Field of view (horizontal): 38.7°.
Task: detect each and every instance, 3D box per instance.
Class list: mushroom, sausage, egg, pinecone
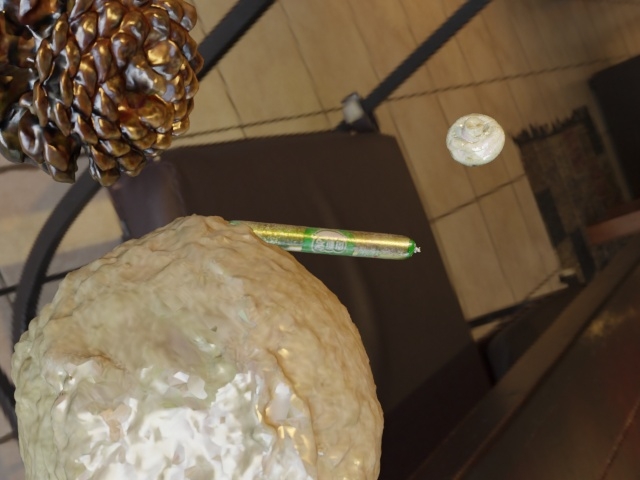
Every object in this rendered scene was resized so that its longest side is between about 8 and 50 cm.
[{"bbox_3d":[0.222,-0.147,1.304,0.067,0.084,0.083,76,15,-51],"label":"mushroom"},{"bbox_3d":[0.000,0.000,1.118,0.269,0.033,0.032,5,63,-18],"label":"sausage"},{"bbox_3d":[-0.081,0.137,0.644,0.279,0.279,0.310,1,75,-57],"label":"egg"},{"bbox_3d":[-0.396,-0.294,1.445,0.398,0.398,0.397,35,45,-44],"label":"pinecone"}]
